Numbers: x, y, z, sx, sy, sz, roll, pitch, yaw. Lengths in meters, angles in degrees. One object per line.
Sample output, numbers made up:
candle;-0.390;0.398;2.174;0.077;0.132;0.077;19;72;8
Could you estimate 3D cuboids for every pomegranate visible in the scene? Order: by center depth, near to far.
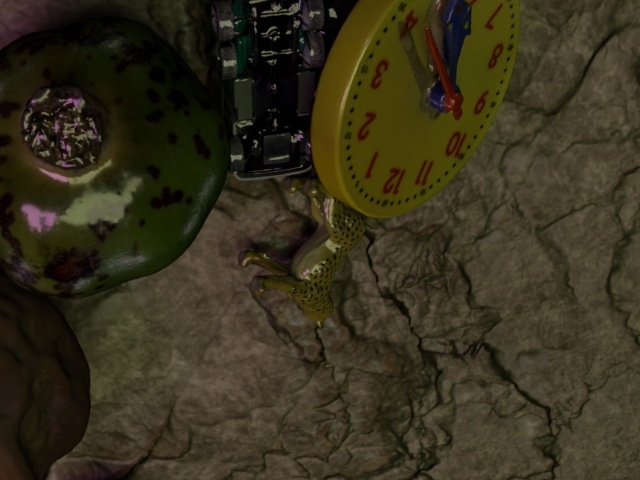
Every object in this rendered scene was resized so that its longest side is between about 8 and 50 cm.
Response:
pomegranate;-0.205;-0.074;0.962;0.254;0.270;0.254;0;86;0

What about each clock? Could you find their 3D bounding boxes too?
clock;0.109;-0.151;1.077;0.277;0.071;0.294;-7;123;-51

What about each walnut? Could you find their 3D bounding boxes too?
walnut;-0.350;0.151;1.062;0.227;0.273;0.273;7;127;26

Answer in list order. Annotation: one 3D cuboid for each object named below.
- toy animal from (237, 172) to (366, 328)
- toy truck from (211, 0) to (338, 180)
toy animal;0.000;0.000;1.208;0.136;0.073;0.181;25;96;-38
toy truck;-0.053;-0.172;1.055;0.110;0.116;0.216;-9;129;-13
